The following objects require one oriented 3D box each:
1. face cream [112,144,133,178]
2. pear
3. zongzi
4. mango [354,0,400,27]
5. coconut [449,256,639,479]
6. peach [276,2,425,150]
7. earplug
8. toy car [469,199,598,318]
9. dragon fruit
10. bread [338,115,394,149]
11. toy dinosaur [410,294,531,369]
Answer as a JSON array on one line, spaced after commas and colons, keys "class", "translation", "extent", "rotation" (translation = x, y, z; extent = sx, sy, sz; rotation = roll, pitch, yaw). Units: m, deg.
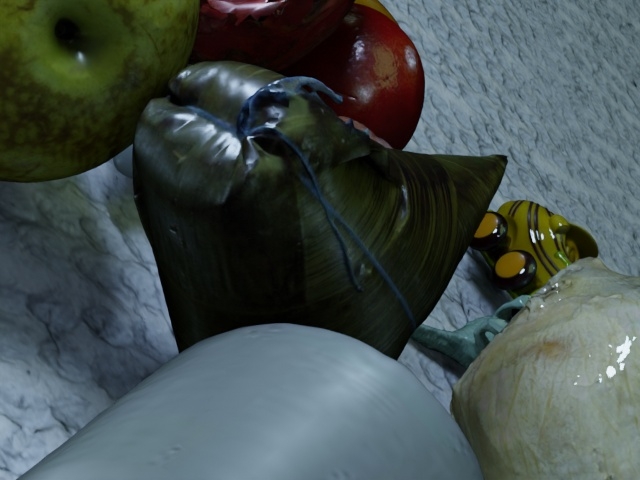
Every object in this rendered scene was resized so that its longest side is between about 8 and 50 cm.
[{"class": "face cream", "translation": [-0.129, -0.100, 1.618], "extent": [0.101, 0.101, 0.252], "rotation": [62, 25, 1]}, {"class": "pear", "translation": [-0.234, -0.183, 1.327], "extent": [0.283, 0.284, 0.283], "rotation": [43, 30, -33]}, {"class": "zongzi", "translation": [0.031, -0.065, 1.429], "extent": [0.432, 0.208, 0.403], "rotation": [-45, 147, -28]}, {"class": "mango", "translation": [0.011, -0.248, 2.012], "extent": [0.221, 0.120, 0.151], "rotation": [22, 46, -43]}, {"class": "coconut", "translation": [0.331, 0.200, 1.850], "extent": [0.404, 0.405, 0.404], "rotation": [43, 30, -33]}, {"class": "peach", "translation": [0.028, -0.170, 1.851], "extent": [0.197, 0.197, 0.197], "rotation": [43, 30, -33]}, {"class": "earplug", "translation": [-0.088, 0.254, 1.093], "extent": [0.312, 0.313, 0.394], "rotation": [61, 27, -1]}, {"class": "toy car", "translation": [0.298, 0.043, 2.154], "extent": [0.200, 0.142, 0.248], "rotation": [55, 3, -45]}, {"class": "dragon fruit", "translation": [-0.083, -0.314, 1.708], "extent": [0.296, 0.302, 0.295], "rotation": [3, 79, -17]}, {"class": "bread", "translation": [0.008, -0.006, 1.690], "extent": [0.123, 0.190, 0.244], "rotation": [31, 40, -26]}, {"class": "toy dinosaur", "translation": [0.183, 0.100, 1.962], "extent": [0.383, 0.129, 0.076], "rotation": [31, 30, -45]}]
